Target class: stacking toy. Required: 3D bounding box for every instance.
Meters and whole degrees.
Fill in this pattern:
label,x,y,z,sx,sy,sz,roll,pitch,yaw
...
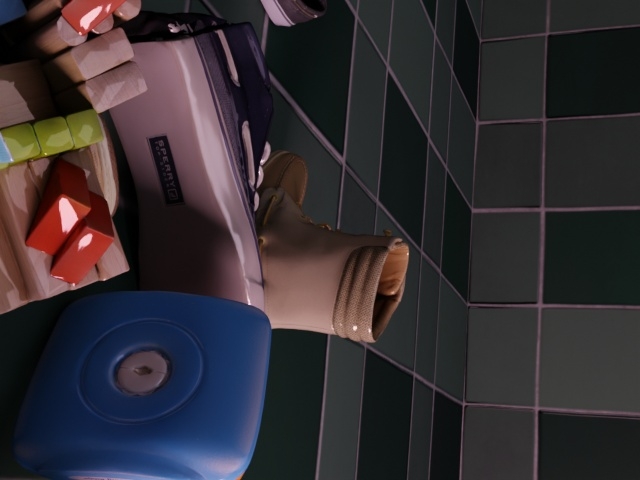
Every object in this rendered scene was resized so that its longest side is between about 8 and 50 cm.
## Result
label,x,y,z,sx,sy,sz,roll,pitch,yaw
stacking toy,-0.125,0.196,0.738,0.302,0.175,0.166,89,6,-47

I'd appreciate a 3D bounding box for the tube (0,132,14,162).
label,x,y,z,sx,sy,sz,roll,pitch,yaw
tube,-0.223,-0.061,0.358,0.052,0.207,0.080,-69,149,-46

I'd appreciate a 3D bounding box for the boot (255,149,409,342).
label,x,y,z,sx,sy,sz,roll,pitch,yaw
boot,0.000,0.000,0.954,0.262,0.203,0.095,-68,150,-43

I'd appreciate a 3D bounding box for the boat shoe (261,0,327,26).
label,x,y,z,sx,sy,sz,roll,pitch,yaw
boat shoe,-0.050,-0.329,1.013,0.228,0.076,0.080,57,37,-55

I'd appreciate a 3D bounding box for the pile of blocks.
label,x,y,z,sx,sy,sz,roll,pitch,yaw
pile of blocks,-0.174,-0.130,0.541,0.148,0.112,0.363,7,81,-40

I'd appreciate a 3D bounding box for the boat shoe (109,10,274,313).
label,x,y,z,sx,sy,sz,roll,pitch,yaw
boat shoe,-0.090,-0.046,0.821,0.158,0.127,0.341,-35,121,-57

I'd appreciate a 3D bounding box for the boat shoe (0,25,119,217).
label,x,y,z,sx,sy,sz,roll,pitch,yaw
boat shoe,-0.205,-0.093,0.627,0.072,0.068,0.190,-33,109,-50
